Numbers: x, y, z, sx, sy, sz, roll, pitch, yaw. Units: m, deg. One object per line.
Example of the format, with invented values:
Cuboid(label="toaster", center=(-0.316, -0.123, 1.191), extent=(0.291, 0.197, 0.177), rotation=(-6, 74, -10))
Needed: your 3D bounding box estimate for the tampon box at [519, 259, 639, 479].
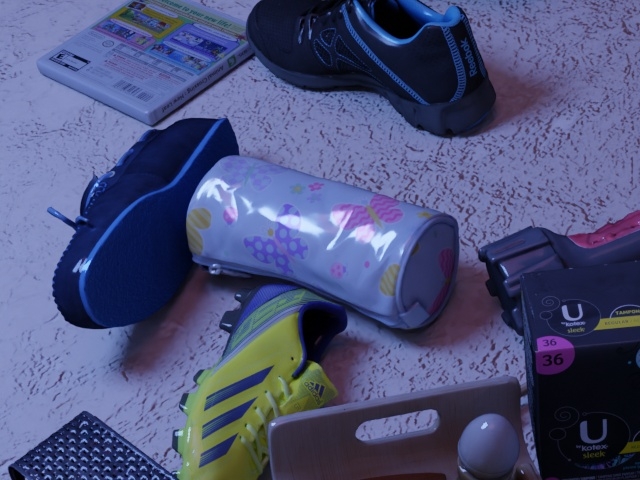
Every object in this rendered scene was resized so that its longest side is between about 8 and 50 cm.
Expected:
Cuboid(label="tampon box", center=(0.235, 0.112, 1.510), extent=(0.120, 0.161, 0.101), rotation=(-7, 39, 2))

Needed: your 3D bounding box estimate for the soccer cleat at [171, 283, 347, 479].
Cuboid(label="soccer cleat", center=(-0.051, 0.146, 1.611), extent=(0.121, 0.093, 0.289), rotation=(7, 43, 13))

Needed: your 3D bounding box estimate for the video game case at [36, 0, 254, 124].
Cuboid(label="video game case", center=(-0.202, -0.225, 2.153), extent=(0.212, 0.023, 0.193), rotation=(26, 53, 39))

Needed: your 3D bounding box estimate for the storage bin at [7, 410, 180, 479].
Cuboid(label="storage bin", center=(-0.167, 0.239, 1.504), extent=(0.084, 0.122, 0.180), rotation=(-37, 45, -27))

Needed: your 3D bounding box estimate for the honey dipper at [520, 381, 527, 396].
Cuboid(label="honey dipper", center=(0.195, 0.125, 1.616), extent=(0.160, 0.030, 0.030), rotation=(-29, 42, -21))

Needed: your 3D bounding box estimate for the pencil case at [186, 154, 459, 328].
Cuboid(label="pencil case", center=(0.000, 0.000, 1.755), extent=(0.273, 0.113, 0.124), rotation=(15, 55, 30))

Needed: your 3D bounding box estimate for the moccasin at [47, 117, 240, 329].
Cuboid(label="moccasin", center=(-0.190, -0.013, 1.833), extent=(0.116, 0.138, 0.342), rotation=(1, 27, 23))

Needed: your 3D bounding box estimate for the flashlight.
Cuboid(label="flashlight", center=(0.300, -0.016, 1.704), extent=(0.304, 0.103, 0.103), rotation=(-20, 13, -8))

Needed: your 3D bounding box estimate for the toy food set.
Cuboid(label="toy food set", center=(0.107, 0.236, 1.366), extent=(0.219, 0.092, 0.306), rotation=(-9, 43, -16))

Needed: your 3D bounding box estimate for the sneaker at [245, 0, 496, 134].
Cuboid(label="sneaker", center=(0.050, -0.235, 2.003), extent=(0.340, 0.140, 0.125), rotation=(21, 52, 36))
